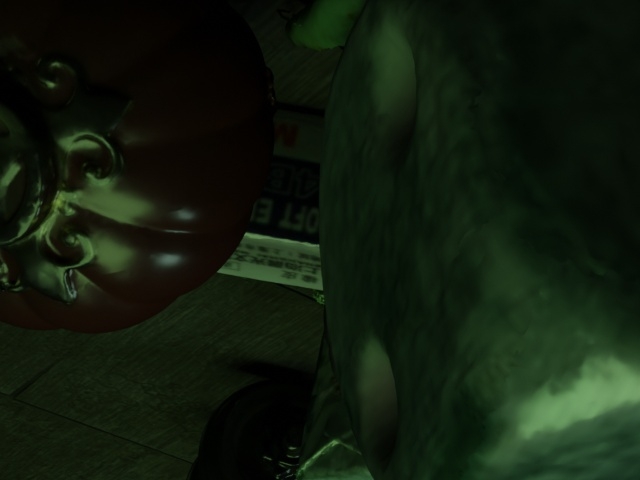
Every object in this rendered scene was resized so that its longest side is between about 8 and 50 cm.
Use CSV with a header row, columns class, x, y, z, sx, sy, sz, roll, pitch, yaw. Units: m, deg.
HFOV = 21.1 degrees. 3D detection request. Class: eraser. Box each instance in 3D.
class,x,y,z,sx,sy,sz,roll,pitch,yaw
eraser,-0.053,-0.041,1.382,0.279,0.124,0.081,10,152,2

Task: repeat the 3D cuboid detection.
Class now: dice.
class,x,y,z,sx,sy,sz,roll,pitch,yaw
dice,0.192,0.002,1.088,0.328,0.330,0.348,-2,155,-16

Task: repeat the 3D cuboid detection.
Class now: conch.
class,x,y,z,sx,sy,sz,roll,pitch,yaw
conch,0.041,-0.157,1.201,0.106,0.079,0.170,34,159,-22

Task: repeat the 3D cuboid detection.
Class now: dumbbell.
class,x,y,z,sx,sy,sz,roll,pitch,yaw
dumbbell,-0.047,0.265,1.864,0.192,0.192,0.290,14,151,-5

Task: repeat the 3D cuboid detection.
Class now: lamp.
class,x,y,z,sx,sy,sz,roll,pitch,yaw
lamp,-0.180,-0.084,1.203,0.303,0.257,0.303,8,112,20

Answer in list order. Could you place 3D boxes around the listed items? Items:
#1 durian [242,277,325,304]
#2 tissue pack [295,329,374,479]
class,x,y,z,sx,sy,sz,roll,pitch,yaw
durian,0.000,0.000,1.462,0.215,0.100,0.086,13,151,1
tissue pack,0.125,0.175,1.602,0.128,0.228,0.311,-13,142,38
